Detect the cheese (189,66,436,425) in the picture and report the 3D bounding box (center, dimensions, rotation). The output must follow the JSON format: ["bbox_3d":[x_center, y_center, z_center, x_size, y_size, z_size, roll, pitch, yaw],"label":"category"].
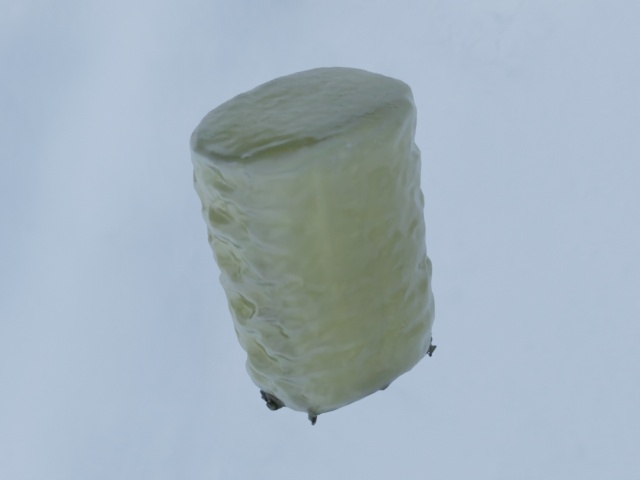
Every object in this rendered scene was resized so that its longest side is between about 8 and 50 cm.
[{"bbox_3d":[0.000,0.000,0.530,0.123,0.094,0.167,-23,125,-19],"label":"cheese"}]
